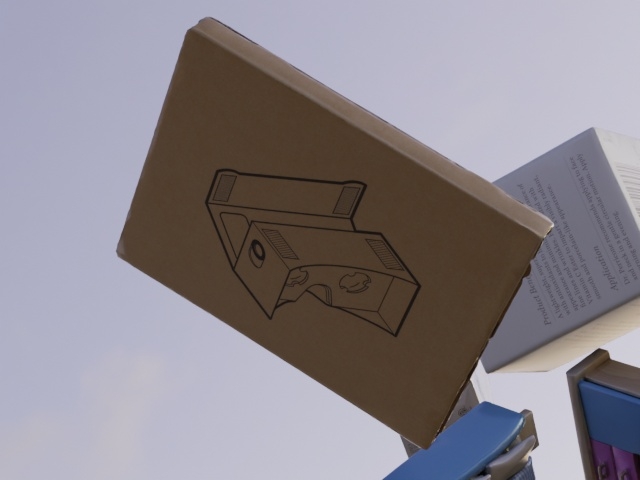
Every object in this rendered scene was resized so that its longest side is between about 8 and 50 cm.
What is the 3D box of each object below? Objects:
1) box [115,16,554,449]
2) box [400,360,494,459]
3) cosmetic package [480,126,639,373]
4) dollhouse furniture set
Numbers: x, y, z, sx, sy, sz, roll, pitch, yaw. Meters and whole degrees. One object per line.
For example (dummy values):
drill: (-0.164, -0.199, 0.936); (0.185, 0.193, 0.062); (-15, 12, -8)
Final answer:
box: (0.000, 0.000, 1.004); (0.021, 0.201, 0.164); (-48, -14, -48)
box: (0.122, 0.133, 2.069); (0.087, 0.290, 0.169); (-17, -57, 8)
cosmetic package: (0.219, 0.013, 1.745); (0.184, 0.151, 0.151); (-29, -16, 25)
dollhouse furniture set: (0.219, 0.278, 1.600); (0.303, 0.198, 0.286); (-32, -59, -32)
